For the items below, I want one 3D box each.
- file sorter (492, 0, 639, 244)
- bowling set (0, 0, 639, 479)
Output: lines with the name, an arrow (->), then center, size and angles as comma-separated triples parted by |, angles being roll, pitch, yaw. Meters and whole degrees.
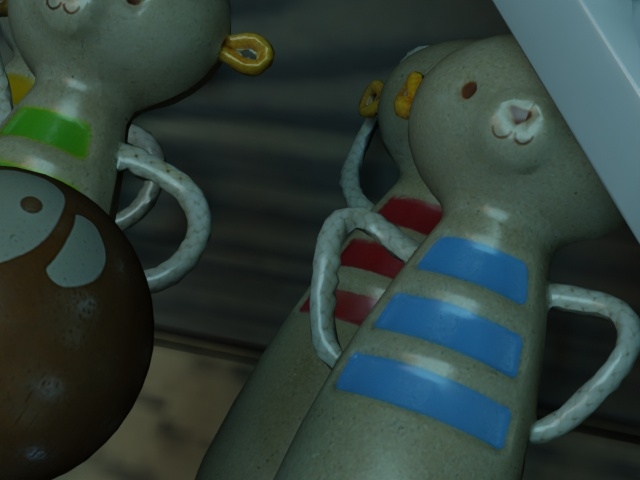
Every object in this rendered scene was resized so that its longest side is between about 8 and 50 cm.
file sorter -> 0.119, -0.143, 0.373 | 0.193, 0.173, 0.277 | -9, 61, -37
bowling set -> 0.000, 0.000, 0.396 | 0.287, 0.200, 0.154 | 19, 76, 16
